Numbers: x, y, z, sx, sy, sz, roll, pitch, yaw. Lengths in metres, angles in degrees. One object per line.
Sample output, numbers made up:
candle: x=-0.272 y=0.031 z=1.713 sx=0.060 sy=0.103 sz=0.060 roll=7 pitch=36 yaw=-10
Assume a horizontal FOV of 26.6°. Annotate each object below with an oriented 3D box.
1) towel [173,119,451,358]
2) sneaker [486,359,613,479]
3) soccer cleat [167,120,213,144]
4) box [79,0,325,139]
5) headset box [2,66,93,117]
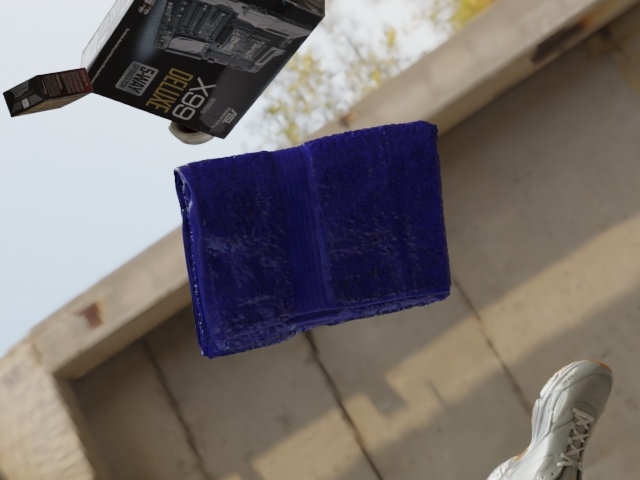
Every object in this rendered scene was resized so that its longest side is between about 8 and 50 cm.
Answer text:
towel: x=0.000 y=0.000 z=1.510 sx=0.076 sy=0.308 sz=0.227 roll=-139 pitch=39 yaw=-64
sneaker: x=0.325 y=0.286 z=1.804 sx=0.099 sy=0.262 sz=0.121 roll=28 pitch=-176 yaw=-23
soccer cleat: x=-0.162 y=-0.308 z=2.360 sx=0.116 sy=0.331 sz=0.143 roll=30 pitch=-166 yaw=6
box: x=-0.172 y=-0.290 z=1.910 sx=0.242 sy=0.307 sz=0.076 roll=19 pitch=-130 yaw=-25
headset box: x=-0.298 y=-0.164 z=1.496 sx=0.083 sy=0.062 sz=0.032 roll=-22 pitch=-87 yaw=-51
